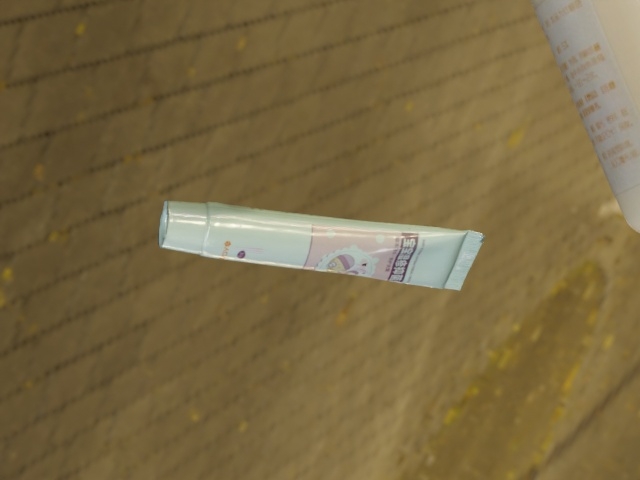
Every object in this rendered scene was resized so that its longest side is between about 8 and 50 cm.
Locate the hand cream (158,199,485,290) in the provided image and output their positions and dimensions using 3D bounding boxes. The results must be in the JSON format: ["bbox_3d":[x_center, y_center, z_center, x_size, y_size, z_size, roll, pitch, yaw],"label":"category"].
[{"bbox_3d":[0.000,0.000,1.694,0.058,0.331,0.085,-101,-158,-47],"label":"hand cream"}]

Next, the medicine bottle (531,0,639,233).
[{"bbox_3d":[0.175,-0.135,0.899,0.114,0.252,0.114,-23,176,-2],"label":"medicine bottle"}]
